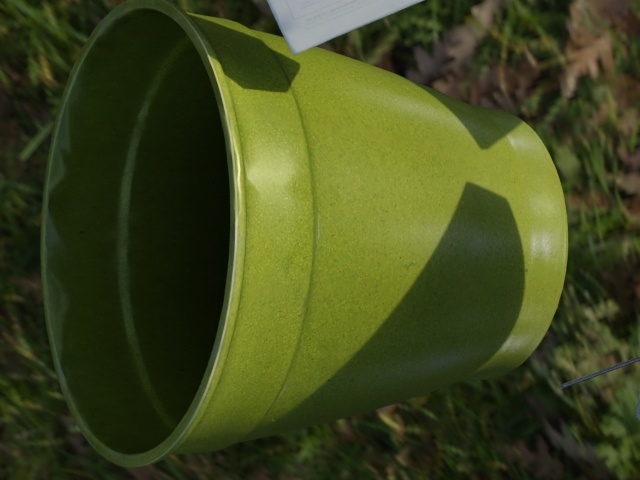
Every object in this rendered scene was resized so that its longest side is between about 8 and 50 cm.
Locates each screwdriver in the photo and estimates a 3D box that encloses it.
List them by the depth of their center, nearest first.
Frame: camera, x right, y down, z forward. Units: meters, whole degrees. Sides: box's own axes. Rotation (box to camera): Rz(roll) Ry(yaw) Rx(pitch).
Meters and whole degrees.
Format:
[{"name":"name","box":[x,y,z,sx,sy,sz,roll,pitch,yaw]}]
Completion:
[{"name":"screwdriver","box":[0.296,0.109,1.744,0.170,0.024,0.025,-20,52,35]}]

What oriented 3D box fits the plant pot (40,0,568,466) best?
[{"name":"plant pot","box":[0.000,0.000,1.535,0.353,0.366,0.366,3,70,-30]}]

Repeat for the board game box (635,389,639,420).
[{"name":"board game box","box":[0.327,0.058,1.272,0.066,0.319,0.318,0,113,-14]}]

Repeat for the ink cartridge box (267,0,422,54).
[{"name":"ink cartridge box","box":[-0.012,-0.248,1.299,0.109,0.062,0.209,-21,111,12]}]
